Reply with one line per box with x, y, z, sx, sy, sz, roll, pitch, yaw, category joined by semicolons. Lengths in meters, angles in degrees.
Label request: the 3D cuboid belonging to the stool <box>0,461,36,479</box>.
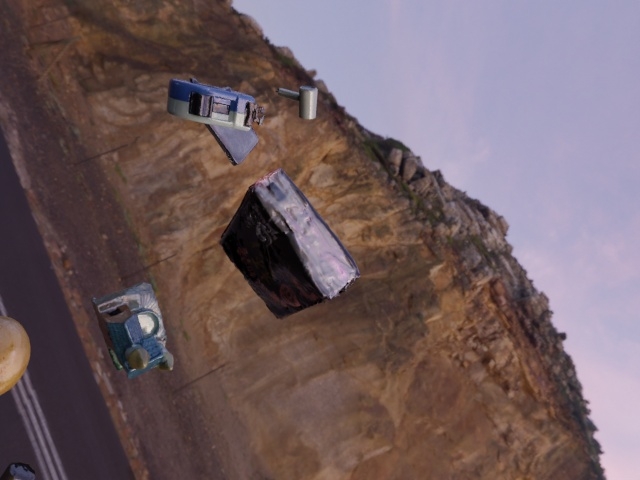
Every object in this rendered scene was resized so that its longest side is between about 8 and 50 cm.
-0.572;0.556;0.757;0.310;0.226;0.310;33;-9;16;stool

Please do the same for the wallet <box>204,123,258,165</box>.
-0.317;-0.392;1.668;0.036;0.167;0.222;-3;-46;38;wallet

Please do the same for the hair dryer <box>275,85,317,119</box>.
-0.057;-0.302;1.000;0.124;0.037;0.063;28;-53;37;hair dryer

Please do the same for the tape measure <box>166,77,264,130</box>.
-0.298;-0.369;1.241;0.351;0.215;0.098;39;-60;60;tape measure

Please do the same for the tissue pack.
-0.075;0.021;0.911;0.245;0.123;0.332;53;-25;1;tissue pack

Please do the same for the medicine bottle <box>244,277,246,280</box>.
-0.289;0.155;1.983;0.083;0.047;0.047;0;-65;59;medicine bottle

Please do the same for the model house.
-0.558;0.313;1.475;0.325;0.194;0.267;20;-56;53;model house

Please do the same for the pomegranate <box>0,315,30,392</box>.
-1.111;0.394;1.544;0.307;0.307;0.307;56;-17;27;pomegranate
